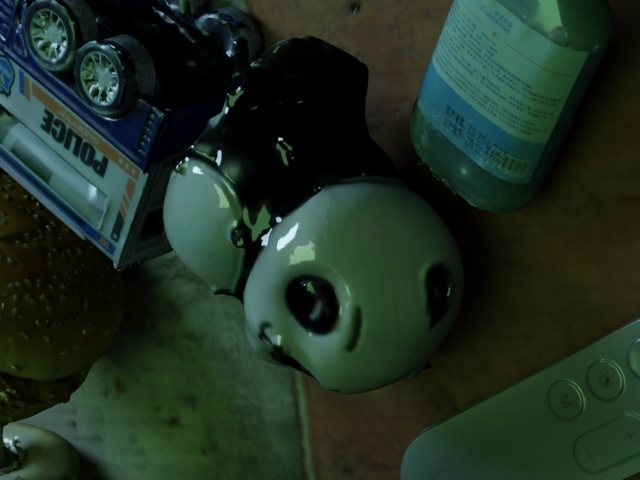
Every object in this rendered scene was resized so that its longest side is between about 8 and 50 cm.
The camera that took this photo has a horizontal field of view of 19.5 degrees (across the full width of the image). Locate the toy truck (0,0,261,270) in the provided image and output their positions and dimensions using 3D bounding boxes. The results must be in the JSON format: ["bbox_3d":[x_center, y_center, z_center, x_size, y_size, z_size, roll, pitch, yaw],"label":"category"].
[{"bbox_3d":[-0.167,-0.116,1.198,0.268,0.124,0.155,39,126,25],"label":"toy truck"}]

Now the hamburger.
[{"bbox_3d":[-0.223,0.035,1.232,0.181,0.191,0.118,28,129,-1],"label":"hamburger"}]

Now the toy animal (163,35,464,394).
[{"bbox_3d":[0.000,0.000,1.069,0.179,0.138,0.166,57,158,18],"label":"toy animal"}]

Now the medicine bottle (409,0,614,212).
[{"bbox_3d":[0.109,-0.111,0.992,0.090,0.053,0.208,43,137,24],"label":"medicine bottle"}]

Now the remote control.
[{"bbox_3d":[0.138,0.110,1.059,0.245,0.022,0.077,-32,77,39],"label":"remote control"}]

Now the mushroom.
[{"bbox_3d":[-0.245,0.175,1.304,0.154,0.154,0.122,10,112,38],"label":"mushroom"}]
